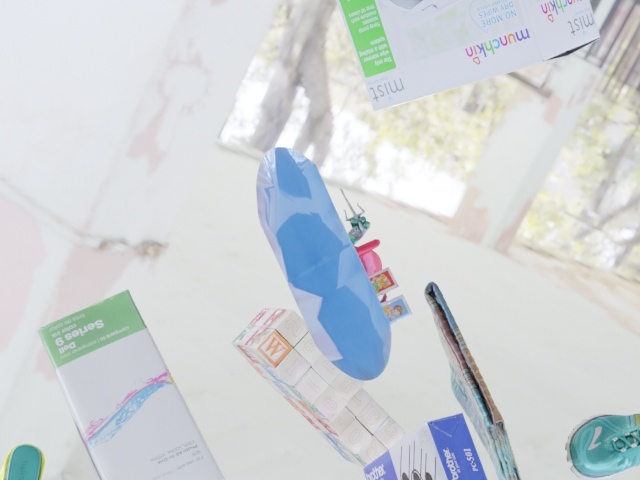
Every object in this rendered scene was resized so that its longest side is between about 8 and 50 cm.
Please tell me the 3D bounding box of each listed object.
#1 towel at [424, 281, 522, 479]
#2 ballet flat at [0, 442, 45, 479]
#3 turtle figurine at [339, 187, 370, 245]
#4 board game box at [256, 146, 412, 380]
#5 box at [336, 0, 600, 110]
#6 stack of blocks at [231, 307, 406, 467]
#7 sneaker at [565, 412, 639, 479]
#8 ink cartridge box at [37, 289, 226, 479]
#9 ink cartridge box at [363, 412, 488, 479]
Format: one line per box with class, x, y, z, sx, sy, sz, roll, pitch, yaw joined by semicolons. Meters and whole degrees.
towel;0.250;0.260;1.787;0.370;0.040;0.271;64;-178;-55
ballet flat;-0.452;0.411;1.607;0.077;0.077;0.230;16;-123;-14
turtle figurine;0.000;0.000;1.884;0.175;0.118;0.234;-2;-146;-12
board game box;0.011;0.012;0.746;0.168;0.033;0.133;65;157;5
box;0.152;-0.293;1.254;0.127;0.231;0.262;-26;-169;-41
stack of blocks;0.001;0.246;1.817;0.297;0.087;0.171;47;165;-12
sneaker;0.529;0.323;1.809;0.275;0.107;0.110;-9;166;-19
ink cartridge box;-0.155;0.176;0.953;0.212;0.093;0.154;55;160;32
ink cartridge box;0.110;0.262;1.178;0.046;0.207;0.097;-11;-111;-22
